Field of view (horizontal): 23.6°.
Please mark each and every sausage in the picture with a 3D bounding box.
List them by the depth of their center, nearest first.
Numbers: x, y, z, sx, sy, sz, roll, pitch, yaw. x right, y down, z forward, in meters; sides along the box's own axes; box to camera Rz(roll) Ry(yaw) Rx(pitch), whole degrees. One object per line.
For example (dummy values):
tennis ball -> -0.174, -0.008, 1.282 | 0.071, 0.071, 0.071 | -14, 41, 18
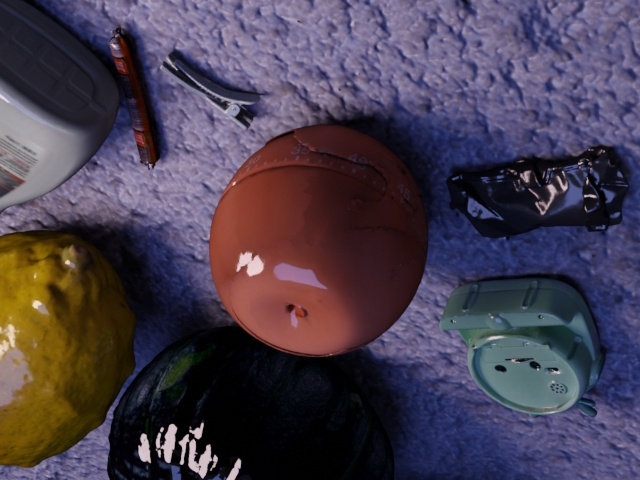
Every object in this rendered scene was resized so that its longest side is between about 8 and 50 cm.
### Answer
sausage -> -0.204, -0.154, 1.687 | 0.028, 0.025, 0.198 | 3, 135, 14

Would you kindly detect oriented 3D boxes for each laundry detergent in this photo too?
laundry detergent -> -0.416, -0.124, 1.766 | 0.264, 0.124, 0.398 | 37, 141, -12

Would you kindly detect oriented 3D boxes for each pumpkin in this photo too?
pumpkin -> -0.090, 0.276, 1.892 | 0.363, 0.266, 0.363 | 17, 144, 13

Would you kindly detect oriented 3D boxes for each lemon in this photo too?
lemon -> -0.362, 0.127, 1.886 | 0.285, 0.285, 0.316 | 30, 96, -3

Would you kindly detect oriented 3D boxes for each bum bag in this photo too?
bum bag -> 0.220, -0.041, 1.555 | 0.198, 0.049, 0.087 | -7, 124, 34

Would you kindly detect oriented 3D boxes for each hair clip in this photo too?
hair clip -> -0.115, -0.165, 1.627 | 0.115, 0.030, 0.039 | 31, 121, -7

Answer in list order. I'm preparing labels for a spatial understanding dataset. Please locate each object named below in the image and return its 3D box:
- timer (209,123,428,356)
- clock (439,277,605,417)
timer -> 0.000, 0.000, 1.597 | 0.230, 0.215, 0.229 | 12, 141, 10
clock -> 0.240, 0.133, 1.714 | 0.159, 0.066, 0.211 | -6, 130, 34
